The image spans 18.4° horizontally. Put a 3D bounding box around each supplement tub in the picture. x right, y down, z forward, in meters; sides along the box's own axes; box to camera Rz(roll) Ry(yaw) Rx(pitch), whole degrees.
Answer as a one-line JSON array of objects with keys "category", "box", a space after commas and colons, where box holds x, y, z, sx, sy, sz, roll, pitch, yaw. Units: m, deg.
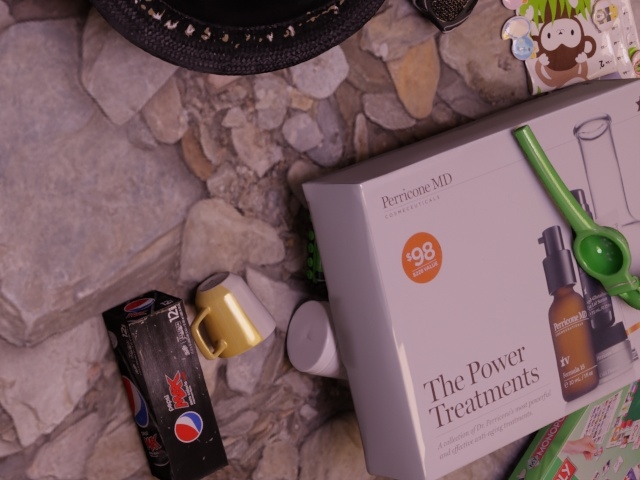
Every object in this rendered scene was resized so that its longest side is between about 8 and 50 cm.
[{"category": "supplement tub", "box": [0.030, 0.097, 1.853, 0.107, 0.071, 0.071, 13, 92, -34]}]

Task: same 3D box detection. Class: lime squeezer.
[{"category": "lime squeezer", "box": [0.289, 0.000, 1.847, 0.310, 0.059, 0.110, 27, 76, -34]}]

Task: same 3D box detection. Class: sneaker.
[{"category": "sneaker", "box": [0.149, -0.279, 1.842, 0.072, 0.077, 0.178, 31, 78, -13]}]

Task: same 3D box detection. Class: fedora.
[{"category": "fedora", "box": [-0.083, -0.294, 1.651, 0.334, 0.152, 0.334, -7, 104, -28]}]

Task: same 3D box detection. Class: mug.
[{"category": "mug", "box": [-0.082, 0.066, 1.776, 0.062, 0.078, 0.064, -25, 107, 12]}]

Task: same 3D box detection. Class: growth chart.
[{"category": "growth chart", "box": [0.255, -0.218, 1.967, 0.172, 0.021, 0.237, -32, 114, -23]}]

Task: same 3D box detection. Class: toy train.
[{"category": "toy train", "box": [0.000, 0.000, 1.842, 0.017, 0.024, 0.083, -4, 101, -32]}]

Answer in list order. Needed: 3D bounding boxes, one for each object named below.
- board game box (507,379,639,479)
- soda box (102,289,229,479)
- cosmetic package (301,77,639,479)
[{"category": "board game box", "box": [0.301, 0.256, 2.056, 0.213, 0.046, 0.317, 47, 68, -30]}, {"category": "soda box", "box": [-0.137, 0.133, 1.761, 0.060, 0.053, 0.169, -24, 111, -26]}, {"category": "cosmetic package", "box": [0.180, 0.028, 1.861, 0.377, 0.097, 0.284, -22, 103, -35]}]
